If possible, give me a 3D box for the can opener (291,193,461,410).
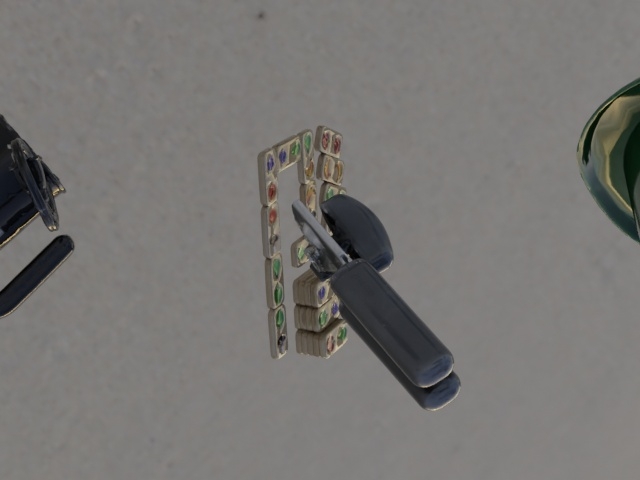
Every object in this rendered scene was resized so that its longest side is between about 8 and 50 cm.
[{"bbox_3d":[0.062,0.044,1.557,0.095,0.283,0.076,-32,137,-12],"label":"can opener"}]

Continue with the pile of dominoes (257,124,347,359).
[{"bbox_3d":[0.000,0.000,1.765,0.196,0.040,0.251,-36,128,-57],"label":"pile of dominoes"}]

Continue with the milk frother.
[{"bbox_3d":[-0.255,-0.018,1.162,0.135,0.129,0.143,-42,165,-7],"label":"milk frother"}]

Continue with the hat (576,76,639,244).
[{"bbox_3d":[0.167,0.047,0.588,0.208,0.173,0.183,59,40,-56],"label":"hat"}]
